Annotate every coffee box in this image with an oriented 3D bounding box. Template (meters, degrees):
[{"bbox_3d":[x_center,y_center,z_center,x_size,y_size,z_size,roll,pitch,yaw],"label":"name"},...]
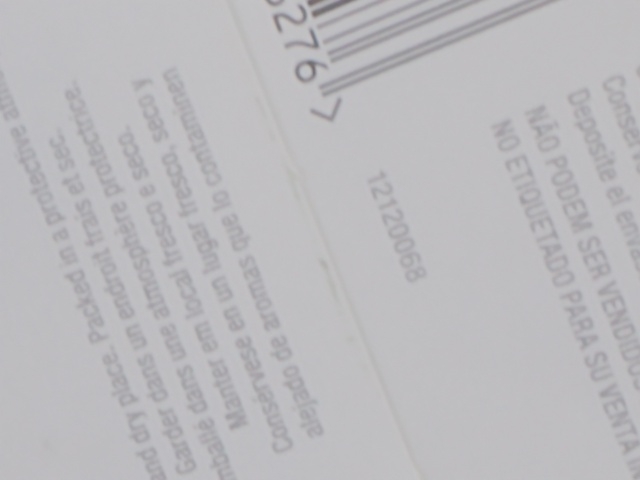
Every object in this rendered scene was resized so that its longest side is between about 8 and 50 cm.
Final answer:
[{"bbox_3d":[0.000,0.000,0.584,0.334,0.338,0.337,-28,97,-80],"label":"coffee box"}]
